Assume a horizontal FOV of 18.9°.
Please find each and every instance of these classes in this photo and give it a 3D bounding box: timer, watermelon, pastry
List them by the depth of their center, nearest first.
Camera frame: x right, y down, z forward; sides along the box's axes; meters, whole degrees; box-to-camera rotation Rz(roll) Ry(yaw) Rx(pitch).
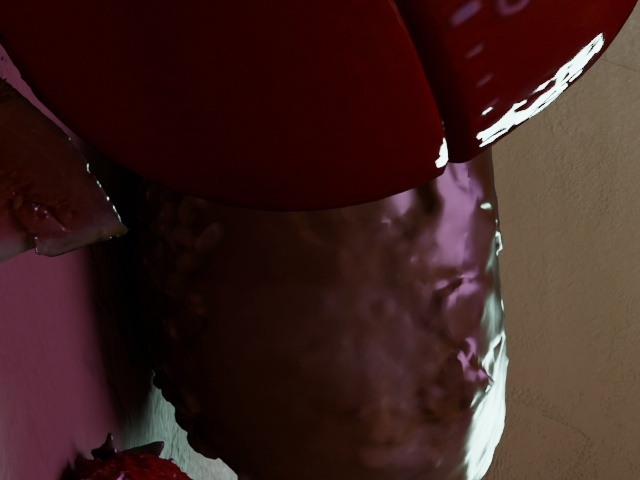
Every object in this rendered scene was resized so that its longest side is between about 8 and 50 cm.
[{"bbox_3d":[-0.038,-0.192,0.761,0.378,0.279,0.378,59,-3,6],"label":"timer"},{"bbox_3d":[-0.151,-0.026,0.779,0.069,0.087,0.163,-61,155,-14],"label":"watermelon"},{"bbox_3d":[0.000,0.000,1.305,0.409,0.245,0.409,-3,90,-85],"label":"pastry"}]

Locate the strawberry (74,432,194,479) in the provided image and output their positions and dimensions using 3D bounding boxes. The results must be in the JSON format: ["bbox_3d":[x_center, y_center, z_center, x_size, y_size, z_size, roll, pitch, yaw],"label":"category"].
[{"bbox_3d":[-0.098,0.194,1.047,0.146,0.082,0.187,67,21,-48],"label":"strawberry"}]
